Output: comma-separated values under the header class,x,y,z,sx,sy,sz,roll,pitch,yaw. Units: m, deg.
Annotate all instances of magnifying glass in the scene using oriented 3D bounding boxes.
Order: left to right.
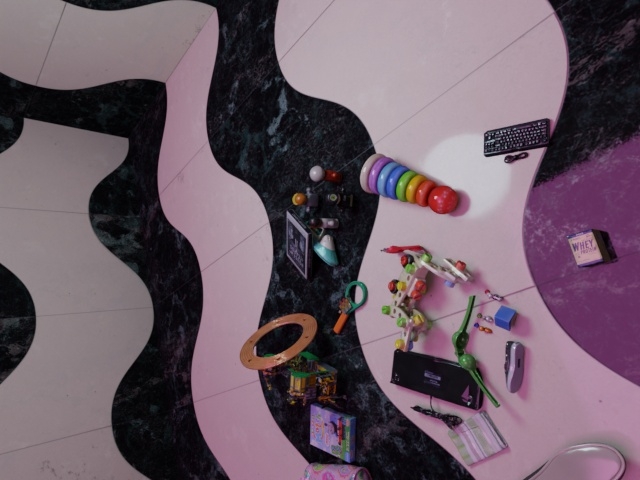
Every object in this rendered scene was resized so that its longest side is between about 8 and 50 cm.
class,x,y,z,sx,sy,sz,roll,pitch,yaw
magnifying glass,0.109,0.256,1.633,0.092,0.026,0.231,43,115,38

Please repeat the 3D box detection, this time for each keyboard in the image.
class,x,y,z,sx,sy,sz,roll,pitch,yaw
keyboard,0.359,0.472,1.366,0.317,0.033,0.202,3,83,46
keyboard,0.551,-0.276,1.215,0.180,0.023,0.108,-3,86,46

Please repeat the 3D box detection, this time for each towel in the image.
class,x,y,z,sx,sy,sz,roll,pitch,yaw
towel,0.457,0.586,1.267,0.152,0.023,0.113,-50,55,32

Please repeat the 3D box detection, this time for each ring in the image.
class,x,y,z,sx,sy,sz,roll,pitch,yaw
ring,-0.164,0.404,1.716,0.336,0.336,0.032,-4,116,45

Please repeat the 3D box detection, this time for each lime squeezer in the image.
class,x,y,z,sx,sy,sz,roll,pitch,yaw
lime squeezer,0.446,0.326,1.261,0.110,0.058,0.311,-22,66,39

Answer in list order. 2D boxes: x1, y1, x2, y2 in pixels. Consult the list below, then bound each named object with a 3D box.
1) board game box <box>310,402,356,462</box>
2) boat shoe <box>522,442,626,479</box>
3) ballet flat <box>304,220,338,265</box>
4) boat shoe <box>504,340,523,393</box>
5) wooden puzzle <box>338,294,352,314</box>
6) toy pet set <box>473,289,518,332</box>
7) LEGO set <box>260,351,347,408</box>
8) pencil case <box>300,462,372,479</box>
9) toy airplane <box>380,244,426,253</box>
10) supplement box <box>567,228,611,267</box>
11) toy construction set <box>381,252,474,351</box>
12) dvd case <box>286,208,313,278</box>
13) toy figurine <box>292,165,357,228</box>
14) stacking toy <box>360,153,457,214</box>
class,x,y,z,sx,sy,sz,roll,pitch,yaw
board game box,0.045,0.738,1.661,0.211,0.039,0.160,-1,88,46
boat shoe,0.613,0.607,1.079,0.335,0.095,0.112,-50,42,26
ballet flat,0.000,0.000,1.712,0.247,0.083,0.087,44,113,37
boat shoe,0.532,0.349,1.192,0.040,0.049,0.142,8,92,64
wooden puzzle,0.093,0.246,1.626,0.083,0.006,0.049,-49,55,31
toy pet set,0.491,0.215,1.221,0.114,0.065,0.122,22,104,43
LEGO set,-0.081,0.565,1.653,0.331,0.254,0.192,7,93,48
pencil case,0.057,0.892,1.586,0.284,0.124,0.124,-21,74,42
toy airplane,0.272,0.030,1.413,0.151,0.151,0.028,-2,88,45
supplement box,0.657,0.019,1.050,0.056,0.083,0.083,-26,70,42
toy construction set,0.312,0.167,1.342,0.328,0.151,0.215,-54,29,19
dvd case,-0.087,0.017,1.757,0.179,0.029,0.239,47,145,42
toy figurine,0.011,-0.158,1.660,0.209,0.148,0.213,-48,57,32
stacking toy,0.291,-0.175,1.400,0.330,0.141,0.141,29,109,38
